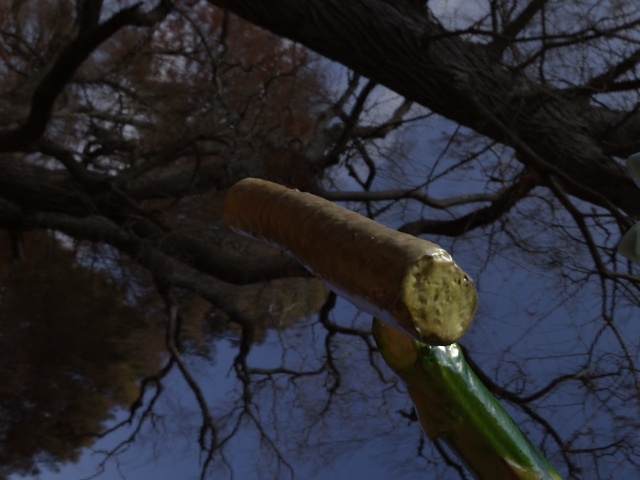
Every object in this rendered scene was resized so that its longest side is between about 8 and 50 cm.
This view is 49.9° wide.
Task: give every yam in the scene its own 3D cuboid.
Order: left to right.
[{"bbox_3d":[0.000,0.000,0.626,0.357,0.081,0.081,25,-84,56],"label":"yam"}]

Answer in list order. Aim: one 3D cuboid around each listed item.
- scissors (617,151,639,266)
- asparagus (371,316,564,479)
[{"bbox_3d":[0.500,-0.020,0.709,0.361,0.029,0.191,7,-100,9],"label":"scissors"},{"bbox_3d":[0.157,0.188,0.681,0.082,0.085,0.343,-34,-82,25],"label":"asparagus"}]
